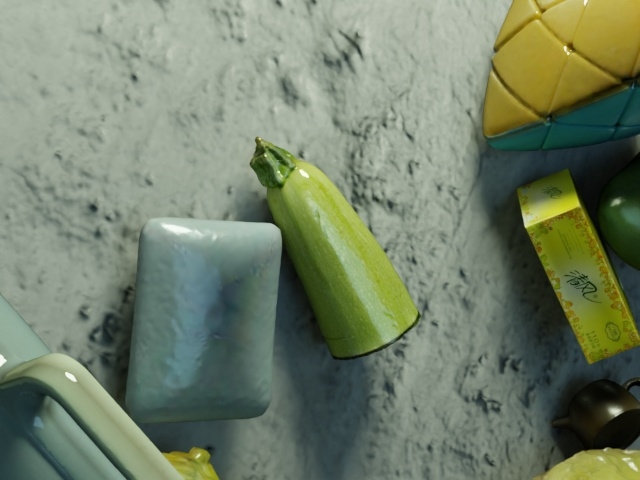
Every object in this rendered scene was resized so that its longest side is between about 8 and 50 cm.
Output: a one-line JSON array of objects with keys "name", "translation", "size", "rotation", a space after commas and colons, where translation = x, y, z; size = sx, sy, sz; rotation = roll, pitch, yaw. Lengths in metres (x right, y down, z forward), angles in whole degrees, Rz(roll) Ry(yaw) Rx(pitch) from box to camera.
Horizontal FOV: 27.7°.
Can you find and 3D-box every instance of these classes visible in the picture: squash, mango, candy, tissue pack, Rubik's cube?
[{"name": "squash", "translation": [0.000, 0.000, 1.166], "size": [0.094, 0.094, 0.224], "rotation": [-38, 109, -24]}, {"name": "mango", "translation": [0.360, -0.030, 1.365], "size": [0.237, 0.091, 0.137], "rotation": [-32, 105, -46]}, {"name": "candy", "translation": [-0.099, 0.068, 1.113], "size": [0.138, 0.071, 0.174], "rotation": [3, 95, -35]}, {"name": "tissue pack", "translation": [0.264, 0.026, 1.323], "size": [0.062, 0.095, 0.176], "rotation": [-22, 113, 14]}, {"name": "Rubik's cube", "translation": [0.273, -0.147, 1.298], "size": [0.254, 0.254, 0.254], "rotation": [-4, 98, -33]}]

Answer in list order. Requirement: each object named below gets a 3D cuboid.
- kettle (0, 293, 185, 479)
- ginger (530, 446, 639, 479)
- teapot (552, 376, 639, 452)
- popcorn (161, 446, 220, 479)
[{"name": "kettle", "translation": [-0.196, 0.155, 0.921], "size": [0.243, 0.210, 0.160], "rotation": [42, 40, 5]}, {"name": "ginger", "translation": [0.299, 0.319, 1.372], "size": [0.276, 0.130, 0.221], "rotation": [-10, 134, -18]}, {"name": "teapot", "translation": [0.307, 0.180, 1.392], "size": [0.121, 0.068, 0.076], "rotation": [-28, 138, -9]}, {"name": "popcorn", "translation": [-0.092, 0.263, 1.081], "size": [0.195, 0.168, 0.173], "rotation": [34, 80, -31]}]
